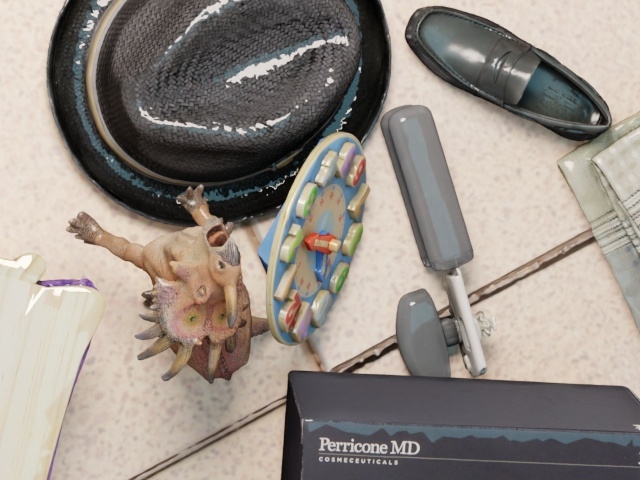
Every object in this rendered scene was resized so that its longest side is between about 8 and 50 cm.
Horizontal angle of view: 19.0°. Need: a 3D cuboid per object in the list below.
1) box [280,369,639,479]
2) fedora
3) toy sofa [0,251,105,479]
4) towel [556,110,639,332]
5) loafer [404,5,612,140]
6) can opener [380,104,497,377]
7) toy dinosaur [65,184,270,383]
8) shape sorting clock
[{"bbox_3d":[0.133,0.298,1.804,0.343,0.179,0.313,4,101,-6],"label":"box"},{"bbox_3d":[-0.082,-0.162,1.765,0.334,0.152,0.334,-1,94,-13],"label":"fedora"},{"bbox_3d":[-0.322,0.185,1.720,0.177,0.150,0.363,14,83,-12],"label":"toy sofa"},{"bbox_3d":[0.440,-0.021,1.917,0.324,0.056,0.312,-30,101,4],"label":"towel"},{"bbox_3d":[0.187,-0.165,1.864,0.223,0.078,0.076,27,88,-14],"label":"loafer"},{"bbox_3d":[0.105,0.008,1.862,0.093,0.074,0.280,-14,97,-11],"label":"can opener"},{"bbox_3d":[-0.105,0.064,1.722,0.127,0.200,0.296,-33,145,0],"label":"toy dinosaur"},{"bbox_3d":[0.000,0.000,1.783,0.040,0.206,0.206,21,90,21],"label":"shape sorting clock"}]
